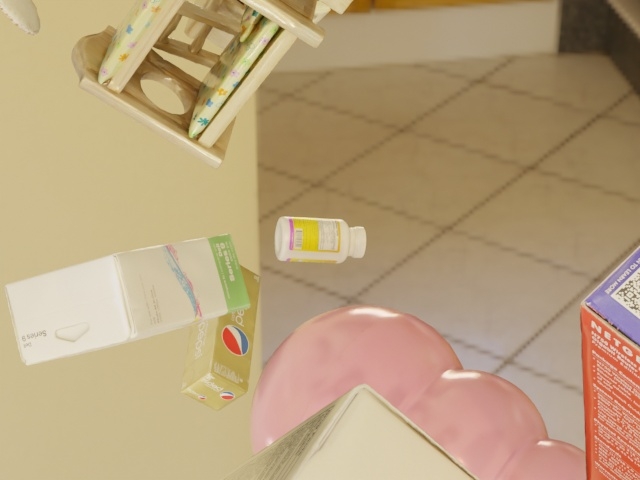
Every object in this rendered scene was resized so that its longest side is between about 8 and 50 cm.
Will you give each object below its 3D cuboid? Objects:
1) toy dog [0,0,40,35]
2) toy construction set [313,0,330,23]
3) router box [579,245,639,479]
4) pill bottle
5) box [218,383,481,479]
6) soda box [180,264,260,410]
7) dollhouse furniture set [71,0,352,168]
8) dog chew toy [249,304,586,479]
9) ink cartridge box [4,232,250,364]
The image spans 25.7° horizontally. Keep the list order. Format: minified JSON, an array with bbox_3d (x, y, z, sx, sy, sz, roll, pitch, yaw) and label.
[{"bbox_3d":[-0.232,-0.144,0.647,0.220,0.161,0.333,7,17,3],"label":"toy dog"},{"bbox_3d":[-0.023,-0.359,1.389,0.151,0.327,0.215,-7,1,42],"label":"toy construction set"},{"bbox_3d":[0.306,0.022,0.869,0.335,0.301,0.082,-41,60,-14],"label":"router box"},{"bbox_3d":[0.000,0.000,1.355,0.083,0.043,0.043,3,29,-13],"label":"pill bottle"},{"bbox_3d":[-0.012,0.212,0.889,0.127,0.232,0.148,40,56,-5],"label":"box"},{"bbox_3d":[-0.120,0.113,1.708,0.058,0.061,0.181,32,41,-27],"label":"soda box"},{"bbox_3d":[-0.041,-0.168,0.784,0.101,0.182,0.161,31,37,-16],"label":"dollhouse furniture set"},{"bbox_3d":[0.101,0.191,1.208,0.332,0.206,0.206,26,39,29],"label":"dog chew toy"},{"bbox_3d":[-0.200,0.060,1.478,0.154,0.093,0.212,-16,-1,30],"label":"ink cartridge box"}]
